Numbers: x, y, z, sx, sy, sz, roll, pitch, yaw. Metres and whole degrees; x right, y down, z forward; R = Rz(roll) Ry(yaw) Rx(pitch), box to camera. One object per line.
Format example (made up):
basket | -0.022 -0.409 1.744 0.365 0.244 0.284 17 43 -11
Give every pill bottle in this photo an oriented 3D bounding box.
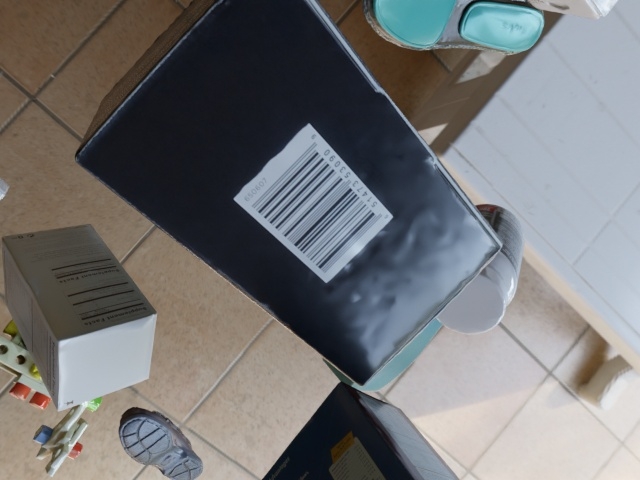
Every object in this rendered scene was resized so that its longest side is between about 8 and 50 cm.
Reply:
pill bottle | 0.314 0.050 1.028 0.161 0.283 0.162 11 120 21

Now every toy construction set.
toy construction set | -0.508 0.262 0.877 0.328 0.151 0.215 53 43 -36

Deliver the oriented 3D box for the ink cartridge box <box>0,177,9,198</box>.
ink cartridge box | -0.803 -0.139 1.056 0.172 0.100 0.237 -41 116 -10

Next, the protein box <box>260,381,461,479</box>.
protein box | 0.051 0.320 0.604 0.136 0.201 0.200 35 95 -36

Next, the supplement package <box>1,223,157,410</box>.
supplement package | -0.365 0.102 0.769 0.133 0.244 0.139 -13 132 -42

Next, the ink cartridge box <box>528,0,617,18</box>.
ink cartridge box | 0.405 -0.447 0.740 0.092 0.159 0.218 26 107 -31

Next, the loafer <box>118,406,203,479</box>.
loafer | -0.392 0.486 1.252 0.109 0.095 0.303 -32 128 -6

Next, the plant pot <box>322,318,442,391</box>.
plant pot | 0.118 0.199 1.109 0.165 0.165 0.234 18 107 -44

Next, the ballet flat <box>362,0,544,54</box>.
ballet flat | 0.253 -0.486 1.072 0.482 0.182 0.164 -5 132 -30

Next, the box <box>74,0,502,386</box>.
box | -0.066 -0.115 0.798 0.297 0.472 0.480 -45 118 3
